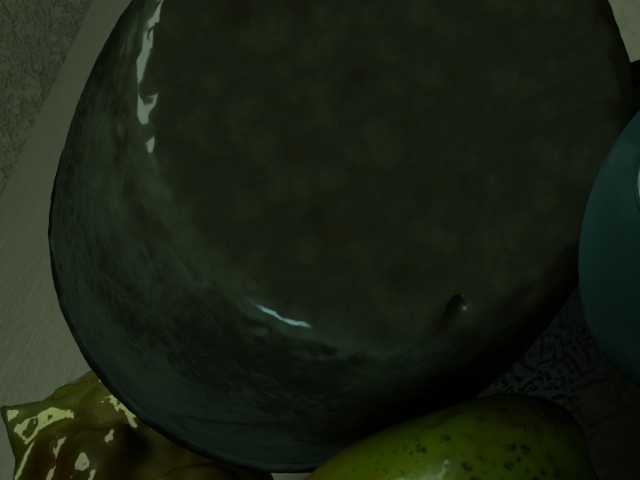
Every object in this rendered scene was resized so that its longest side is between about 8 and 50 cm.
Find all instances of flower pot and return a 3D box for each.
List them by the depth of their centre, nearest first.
[{"bbox_3d":[0.009,-0.036,0.779,0.293,0.293,0.330,-65,4,-15],"label":"flower pot"}]

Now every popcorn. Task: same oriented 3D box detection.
[{"bbox_3d":[-0.130,0.201,0.973,0.249,0.225,0.249,180,90,-82],"label":"popcorn"}]

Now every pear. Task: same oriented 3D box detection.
[{"bbox_3d":[0.055,0.163,0.694,0.219,0.187,0.187,-64,19,16],"label":"pear"}]

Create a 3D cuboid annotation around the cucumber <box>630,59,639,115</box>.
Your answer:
[{"bbox_3d":[0.185,-0.071,0.819,0.115,0.062,0.116,-20,15,-15],"label":"cucumber"}]

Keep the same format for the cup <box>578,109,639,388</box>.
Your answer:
[{"bbox_3d":[0.211,0.022,0.566,0.299,0.167,0.173,-59,32,3],"label":"cup"}]
